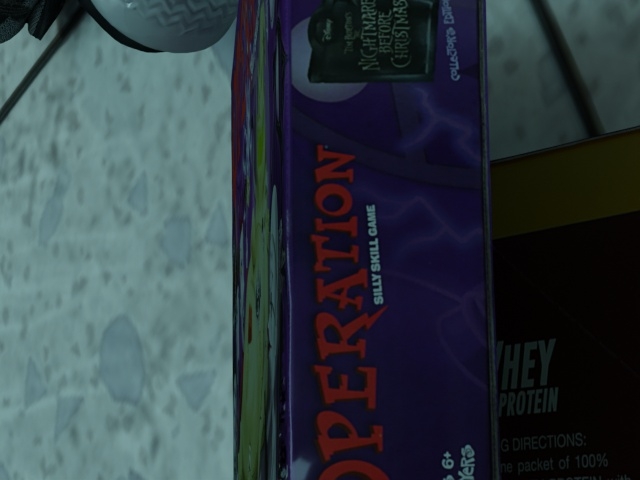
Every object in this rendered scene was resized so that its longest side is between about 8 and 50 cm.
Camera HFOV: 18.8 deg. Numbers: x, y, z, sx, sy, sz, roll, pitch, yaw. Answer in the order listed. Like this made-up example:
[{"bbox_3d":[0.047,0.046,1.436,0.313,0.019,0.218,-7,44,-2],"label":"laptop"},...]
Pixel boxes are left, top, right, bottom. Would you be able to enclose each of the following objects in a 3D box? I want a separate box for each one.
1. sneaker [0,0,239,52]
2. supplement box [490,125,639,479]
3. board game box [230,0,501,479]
[{"bbox_3d":[-0.113,-0.129,0.829,0.153,0.101,0.268,-58,38,30],"label":"sneaker"},{"bbox_3d":[0.134,0.070,0.448,0.191,0.129,0.194,-13,75,51],"label":"supplement box"},{"bbox_3d":[0.000,0.000,0.549,0.347,0.056,0.208,106,167,-75],"label":"board game box"}]
